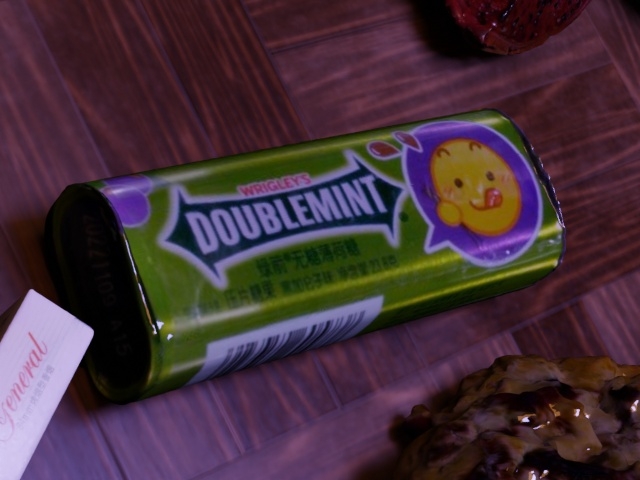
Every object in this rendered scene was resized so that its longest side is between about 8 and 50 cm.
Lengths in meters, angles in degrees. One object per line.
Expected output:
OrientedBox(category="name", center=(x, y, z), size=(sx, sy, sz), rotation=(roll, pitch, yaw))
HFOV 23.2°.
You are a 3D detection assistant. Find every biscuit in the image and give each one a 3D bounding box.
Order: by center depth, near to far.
OrientedBox(category="biscuit", center=(0.192, 0.166, 0.954), size=(0.289, 0.081, 0.334), rotation=(4, 29, -12))

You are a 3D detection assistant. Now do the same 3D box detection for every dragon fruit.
OrientedBox(category="dragon fruit", center=(0.138, -0.209, 1.223), size=(0.161, 0.120, 0.127), rotation=(-57, 147, -13))

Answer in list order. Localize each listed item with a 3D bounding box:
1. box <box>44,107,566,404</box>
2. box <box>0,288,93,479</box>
OrientedBox(category="box", center=(0.000, 0.000, 1.005), size=(0.345, 0.097, 0.134), rotation=(-12, 73, -37))
OrientedBox(category="box", center=(-0.181, 0.098, 0.800), size=(0.048, 0.152, 0.100), rotation=(38, 52, -16))
